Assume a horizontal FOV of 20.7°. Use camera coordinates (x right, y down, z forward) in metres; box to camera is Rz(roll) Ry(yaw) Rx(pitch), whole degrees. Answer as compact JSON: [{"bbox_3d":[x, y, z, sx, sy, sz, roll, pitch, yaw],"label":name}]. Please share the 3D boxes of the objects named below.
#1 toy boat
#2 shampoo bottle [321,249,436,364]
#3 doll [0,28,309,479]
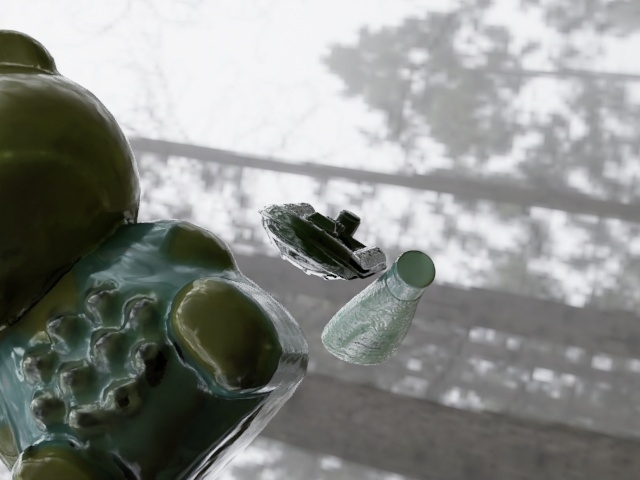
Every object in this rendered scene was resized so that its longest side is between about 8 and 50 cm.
[{"bbox_3d":[0.000,0.000,1.470,0.052,0.104,0.210,-56,-9,7],"label":"toy boat"},{"bbox_3d":[0.057,0.060,1.530,0.069,0.191,0.041,18,-117,-8],"label":"shampoo bottle"},{"bbox_3d":[-0.141,0.024,0.919,0.177,0.260,0.161,-48,-11,4],"label":"doll"}]
